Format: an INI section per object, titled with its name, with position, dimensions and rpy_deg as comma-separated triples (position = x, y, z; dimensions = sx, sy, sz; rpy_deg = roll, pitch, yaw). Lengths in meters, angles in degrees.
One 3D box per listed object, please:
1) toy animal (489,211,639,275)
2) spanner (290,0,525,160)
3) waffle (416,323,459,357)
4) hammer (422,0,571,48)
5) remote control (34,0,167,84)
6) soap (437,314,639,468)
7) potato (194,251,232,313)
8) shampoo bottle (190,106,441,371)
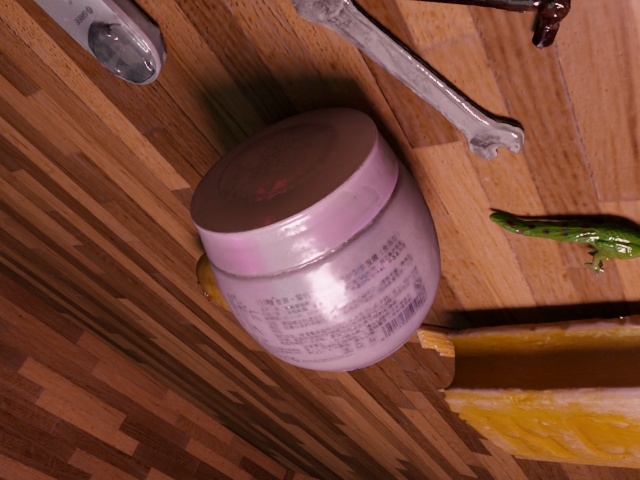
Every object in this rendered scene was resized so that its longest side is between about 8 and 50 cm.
[toy animal]
position = 0.322, 0.003, 0.652
dimensions = 0.216, 0.041, 0.075
rpy_deg = 9, 144, 31
[spanner]
position = 0.093, -0.178, 0.558
dimensions = 0.301, 0.018, 0.071
rpy_deg = 35, 148, -15
[waffle]
position = 0.253, 0.198, 1.006
dimensions = 0.134, 0.021, 0.092
rpy_deg = 5, 144, 30
[hammer]
position = 0.129, -0.215, 0.474
dimensions = 0.178, 0.021, 0.065
rpy_deg = 15, 148, 17
[remote control]
position = -0.286, -0.290, 0.622
dimensions = 0.104, 0.052, 0.247
rpy_deg = -8, 136, 44
[soap]
position = 0.408, 0.247, 0.837
dimensions = 0.334, 0.156, 0.293
rpy_deg = -15, 132, 40
[potato]
position = -0.106, 0.083, 0.971
dimensions = 0.300, 0.140, 0.173
rpy_deg = 2, 138, 39
[shampoo bottle]
position = 0.000, 0.000, 0.647
dimensions = 0.272, 0.273, 0.266
rpy_deg = 0, 132, 35
